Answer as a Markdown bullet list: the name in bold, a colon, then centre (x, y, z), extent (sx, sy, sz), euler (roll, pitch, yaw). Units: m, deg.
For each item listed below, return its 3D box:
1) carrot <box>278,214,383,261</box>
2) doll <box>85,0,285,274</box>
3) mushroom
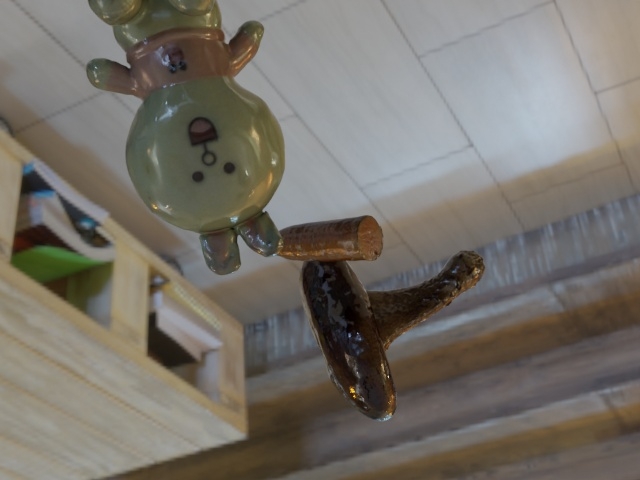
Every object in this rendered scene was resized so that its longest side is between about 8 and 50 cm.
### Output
- **carrot**: centre (0.000, 0.000, 0.997), extent (0.139, 0.048, 0.048), euler (-3, 154, 42)
- **doll**: centre (-0.105, -0.111, 0.830), extent (0.155, 0.113, 0.275), euler (-20, 112, -6)
- **mushroom**: centre (0.098, 0.079, 1.108), extent (0.218, 0.227, 0.148), euler (-18, 147, -6)
